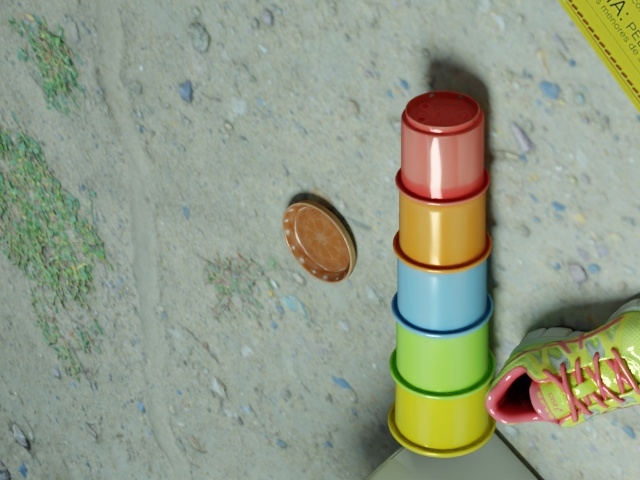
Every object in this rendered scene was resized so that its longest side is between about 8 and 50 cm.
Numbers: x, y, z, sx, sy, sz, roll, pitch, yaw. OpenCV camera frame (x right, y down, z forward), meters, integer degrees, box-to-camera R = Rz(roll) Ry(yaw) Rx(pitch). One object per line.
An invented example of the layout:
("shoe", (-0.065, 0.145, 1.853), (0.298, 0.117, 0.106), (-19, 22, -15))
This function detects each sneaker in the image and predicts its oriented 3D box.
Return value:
("sneaker", (0.209, 0.108, 1.248), (0.208, 0.094, 0.081), (-24, 98, 53))

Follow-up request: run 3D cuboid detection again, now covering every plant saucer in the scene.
("plant saucer", (0.000, 0.000, 1.464), (0.083, 0.013, 0.083), (28, 137, 30))

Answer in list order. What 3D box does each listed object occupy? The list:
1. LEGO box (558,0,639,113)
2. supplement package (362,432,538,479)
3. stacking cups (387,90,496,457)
("LEGO box", (0.330, -0.150, 0.728), (0.500, 0.193, 0.372), (56, 136, 7))
("supplement package", (0.136, 0.323, 1.437), (0.293, 0.177, 0.175), (48, 145, 9))
("stacking cups", (0.106, 0.029, 1.316), (0.096, 0.096, 0.316), (27, 133, 32))
